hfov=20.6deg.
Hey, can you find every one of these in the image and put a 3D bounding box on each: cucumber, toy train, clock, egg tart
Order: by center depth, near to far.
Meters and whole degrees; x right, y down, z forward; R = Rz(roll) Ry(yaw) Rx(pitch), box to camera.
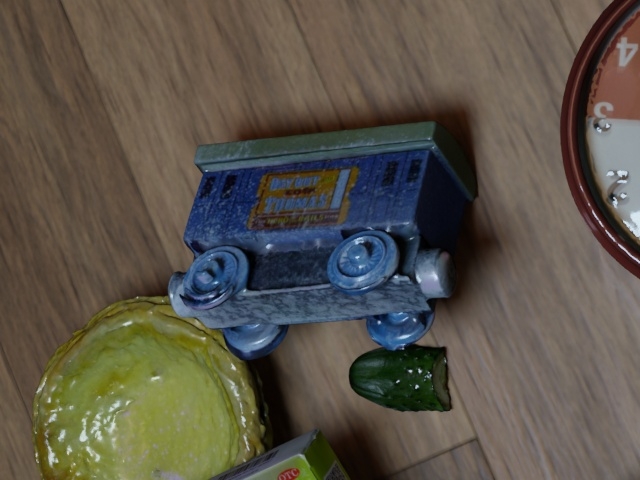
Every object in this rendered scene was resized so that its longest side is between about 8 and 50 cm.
[{"bbox_3d":[0.362,-0.099,1.518,0.318,0.080,0.318,1,92,21],"label":"clock"},{"bbox_3d":[0.000,0.000,1.668,0.299,0.131,0.202,-4,54,28],"label":"toy train"},{"bbox_3d":[0.072,0.137,1.722,0.107,0.035,0.067,-3,94,31],"label":"cucumber"},{"bbox_3d":[-0.162,0.197,1.807,0.294,0.123,0.294,1,91,28],"label":"egg tart"}]

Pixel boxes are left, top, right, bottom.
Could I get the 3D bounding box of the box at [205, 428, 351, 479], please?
[{"bbox_3d":[-0.069,0.311,1.681,0.260,0.062,0.175,-28,99,24],"label":"box"}]
